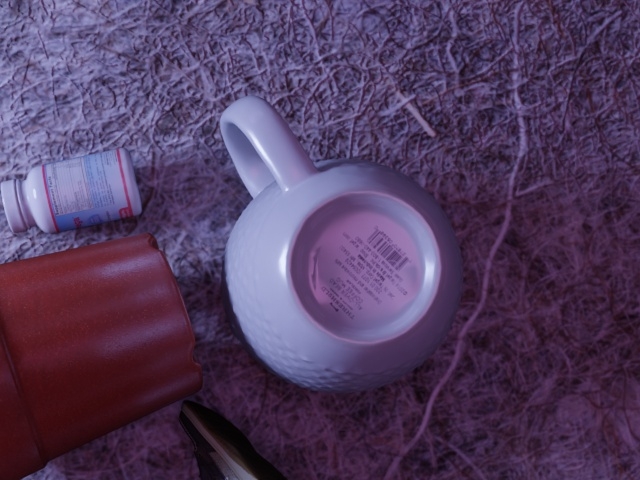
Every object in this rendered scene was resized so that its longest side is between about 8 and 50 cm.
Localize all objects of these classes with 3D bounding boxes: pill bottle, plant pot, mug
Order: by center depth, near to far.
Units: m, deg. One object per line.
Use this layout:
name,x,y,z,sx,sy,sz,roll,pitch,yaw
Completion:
mug,0.000,0.000,1.254,0.276,0.328,0.374,-33,90,-9
plant pot,-0.292,0.123,1.258,0.265,0.272,0.272,-18,88,-16
pill bottle,-0.307,-0.057,1.343,0.160,0.087,0.087,-13,87,-7

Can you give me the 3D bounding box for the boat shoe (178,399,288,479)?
boat shoe,-0.114,0.272,1.295,0.080,0.223,0.073,28,95,-46
